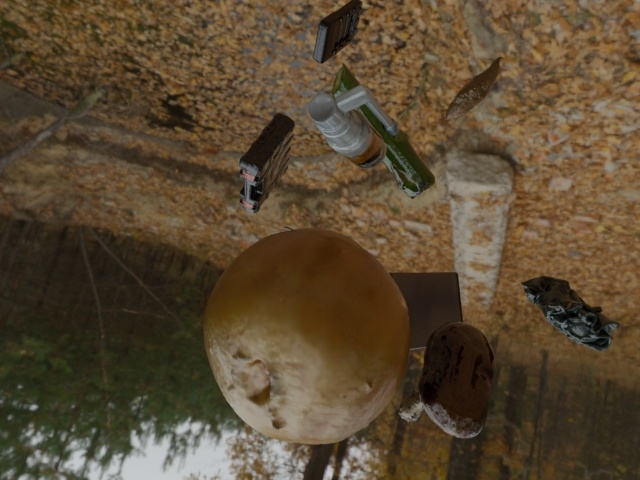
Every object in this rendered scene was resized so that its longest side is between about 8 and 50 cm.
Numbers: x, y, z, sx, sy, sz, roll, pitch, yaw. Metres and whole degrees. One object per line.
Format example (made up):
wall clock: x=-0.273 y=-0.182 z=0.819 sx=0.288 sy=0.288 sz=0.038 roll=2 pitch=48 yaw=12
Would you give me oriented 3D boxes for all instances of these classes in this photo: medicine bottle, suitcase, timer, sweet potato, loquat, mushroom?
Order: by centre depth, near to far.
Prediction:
medicine bottle: x=0.052 y=-0.151 z=0.766 sx=0.092 sy=0.061 sz=0.221 roll=-21 pitch=169 yaw=17
loquat: x=-0.017 y=0.138 z=0.860 sx=0.329 sy=0.328 sz=0.328 roll=12 pitch=168 yaw=3
mushroom: x=0.220 y=0.275 z=1.081 sx=0.148 sy=0.227 sz=0.217 roll=37 pitch=141 yaw=-4
sweet potato: x=0.380 y=-0.369 z=1.389 sx=0.060 sy=0.206 sz=0.068 roll=41 pitch=175 yaw=13
suitcase: x=-0.156 y=-0.215 z=1.631 sx=0.066 sy=0.206 sz=0.285 roll=31 pitch=158 yaw=5
timer: x=0.048 y=-0.627 z=1.694 sx=0.055 sy=0.187 sz=0.144 roll=35 pitch=148 yaw=14

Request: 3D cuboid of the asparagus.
asparagus: x=0.107 y=-0.196 z=1.035 sx=0.277 sy=0.060 sz=0.067 roll=49 pitch=127 yaw=-4

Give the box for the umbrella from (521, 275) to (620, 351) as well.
umbrella: x=0.536 y=0.139 z=1.267 sx=0.143 sy=0.094 sz=0.349 roll=40 pitch=-169 yaw=2

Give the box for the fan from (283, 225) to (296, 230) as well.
fan: x=0.032 y=0.011 z=1.650 sx=0.224 sy=0.012 sz=0.294 roll=18 pitch=-178 yaw=-21

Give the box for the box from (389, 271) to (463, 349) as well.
box: x=0.206 y=0.165 z=1.369 sx=0.253 sy=0.188 sz=0.153 roll=-1 pitch=174 yaw=-40
